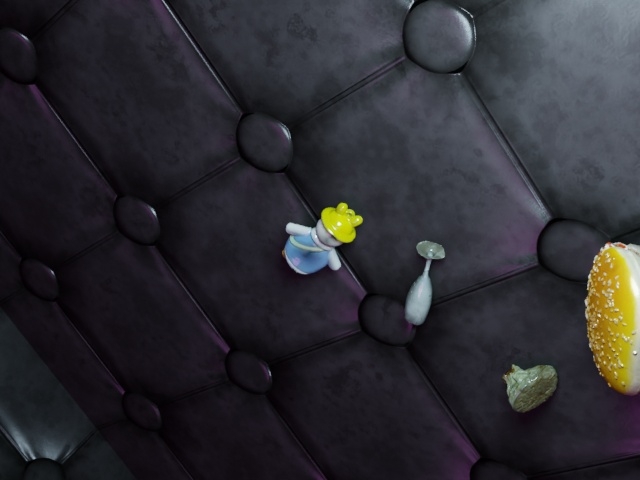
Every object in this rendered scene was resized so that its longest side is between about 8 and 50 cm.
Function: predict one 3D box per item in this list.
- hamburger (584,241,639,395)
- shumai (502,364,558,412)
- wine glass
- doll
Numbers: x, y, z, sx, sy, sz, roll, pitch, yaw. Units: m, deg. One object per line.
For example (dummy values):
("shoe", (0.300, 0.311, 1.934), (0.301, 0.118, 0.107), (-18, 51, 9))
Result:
("hamburger", (0.578, 0.149, 1.723), (0.151, 0.227, 0.295), (1, 119, 4))
("shumai", (0.448, 0.307, 2.004), (0.087, 0.123, 0.099), (51, 171, 48))
("wine glass", (0.220, 0.097, 2.008), (0.066, 0.066, 0.198), (23, 130, 17))
("doll", (0.001, 0.000, 2.054), (0.241, 0.098, 0.135), (-40, 72, 40))
